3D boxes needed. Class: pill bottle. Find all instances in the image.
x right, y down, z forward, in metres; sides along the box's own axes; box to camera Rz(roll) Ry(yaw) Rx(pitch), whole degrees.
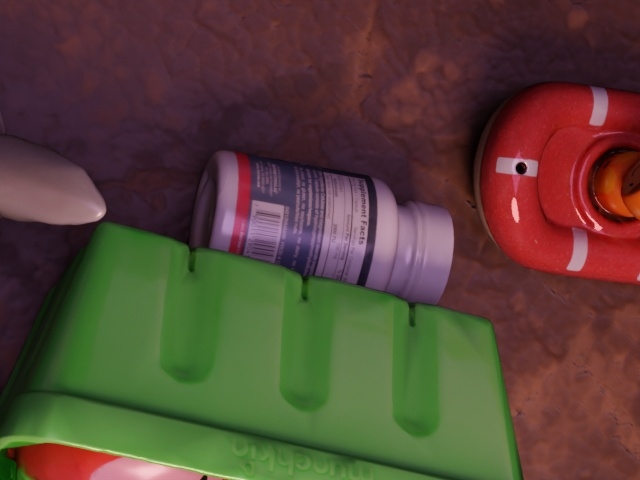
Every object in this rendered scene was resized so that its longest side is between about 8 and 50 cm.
[{"bbox_3d":[0.000,0.000,1.124,0.180,0.108,0.108,10,90,-15],"label":"pill bottle"}]

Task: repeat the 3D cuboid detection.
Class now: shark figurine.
[{"bbox_3d":[-0.292,-0.012,1.013,0.278,0.116,0.166,-35,67,14],"label":"shark figurine"}]

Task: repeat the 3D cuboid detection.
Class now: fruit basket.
[{"bbox_3d":[-0.066,0.215,1.033,0.392,0.283,0.392,8,69,-20],"label":"fruit basket"}]

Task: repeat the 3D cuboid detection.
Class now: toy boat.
[{"bbox_3d":[0.236,-0.042,1.159,0.231,0.151,0.151,7,90,-14],"label":"toy boat"}]
